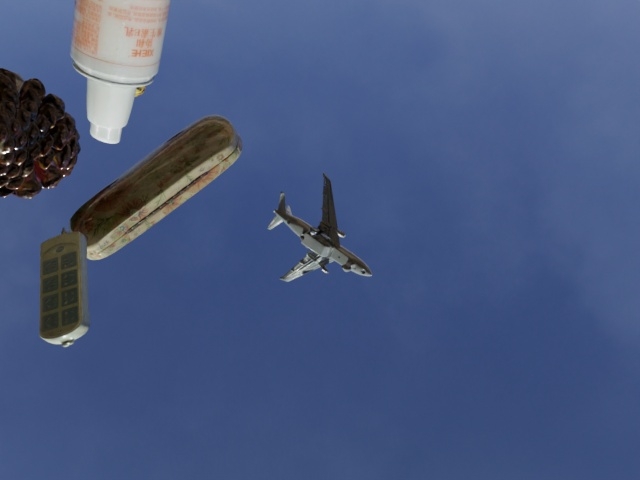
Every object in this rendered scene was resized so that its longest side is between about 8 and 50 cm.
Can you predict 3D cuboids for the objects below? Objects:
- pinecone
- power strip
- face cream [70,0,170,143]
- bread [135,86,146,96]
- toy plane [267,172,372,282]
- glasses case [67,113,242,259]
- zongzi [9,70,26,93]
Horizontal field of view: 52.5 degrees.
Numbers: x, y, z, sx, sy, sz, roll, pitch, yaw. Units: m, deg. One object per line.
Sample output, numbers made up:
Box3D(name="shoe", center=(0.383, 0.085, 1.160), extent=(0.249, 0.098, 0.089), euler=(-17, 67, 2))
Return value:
Box3D(name="pinecone", center=(-0.594, -0.201, 1.271), extent=(0.247, 0.246, 0.292), euler=(0, 180, 0))
Box3D(name="power strip", center=(-0.435, 0.070, 1.099), extent=(0.080, 0.029, 0.226), euler=(-18, -120, 7))
Box3D(name="face cream", center=(-0.231, -0.224, 0.738), extent=(0.101, 0.251, 0.101), euler=(14, -150, -8))
Box3D(name="bread", center=(-0.467, -0.400, 1.604), extent=(0.066, 0.060, 0.110), euler=(-36, -123, 7))
Box3D(name="toy plane", center=(-0.003, 0.000, 1.140), extent=(0.226, 0.225, 0.058), euler=(39, -150, 29))
Box3D(name="glasses case", center=(-0.355, -0.118, 1.397), extent=(0.425, 0.098, 0.156), euler=(-38, -133, -5))
Box3D(name="zongzi", center=(-0.911, -0.188, 1.691), extent=(0.208, 0.432, 0.403), euler=(38, -137, 9))
